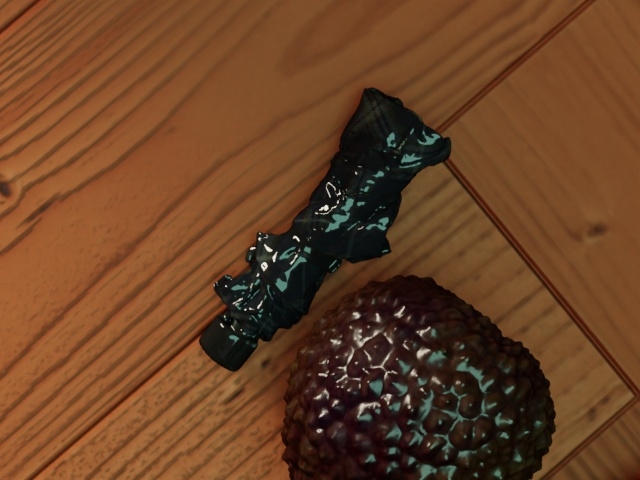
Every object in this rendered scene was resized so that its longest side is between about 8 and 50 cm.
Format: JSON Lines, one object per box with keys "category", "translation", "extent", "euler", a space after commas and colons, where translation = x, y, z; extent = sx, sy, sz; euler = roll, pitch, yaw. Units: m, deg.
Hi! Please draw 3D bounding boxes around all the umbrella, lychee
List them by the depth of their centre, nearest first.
{"category": "lychee", "translation": [0.055, 0.119, 1.122], "extent": [0.188, 0.188, 0.188], "euler": [-1, 96, -8]}
{"category": "umbrella", "translation": [0.002, 0.002, 1.164], "extent": [0.224, 0.080, 0.071], "euler": [-50, 135, 3]}
